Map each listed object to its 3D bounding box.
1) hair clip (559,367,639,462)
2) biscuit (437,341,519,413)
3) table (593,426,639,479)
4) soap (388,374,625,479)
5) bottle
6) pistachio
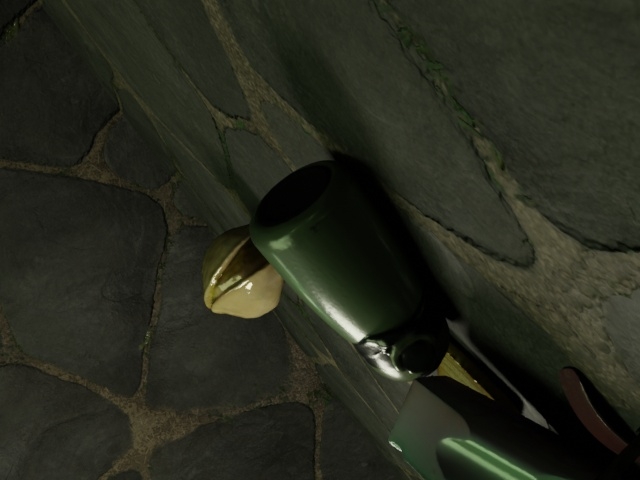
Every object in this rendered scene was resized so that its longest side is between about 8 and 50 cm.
[{"bbox_3d":[0.319,0.204,0.875,0.137,0.022,0.054,50,166,3],"label":"hair clip"},{"bbox_3d":[0.260,0.262,1.274,0.172,0.029,0.254,45,167,27],"label":"biscuit"},{"bbox_3d":[0.282,0.331,0.629,0.222,0.335,0.272,48,169,15],"label":"table"},{"bbox_3d":[0.253,0.300,1.021,0.324,0.109,0.193,27,-171,32],"label":"soap"},{"bbox_3d":[0.059,0.059,1.094,0.347,0.168,0.168,51,170,-26],"label":"bottle"},{"bbox_3d":[-0.187,0.077,1.916,0.229,0.238,0.321,44,148,4],"label":"pistachio"}]
